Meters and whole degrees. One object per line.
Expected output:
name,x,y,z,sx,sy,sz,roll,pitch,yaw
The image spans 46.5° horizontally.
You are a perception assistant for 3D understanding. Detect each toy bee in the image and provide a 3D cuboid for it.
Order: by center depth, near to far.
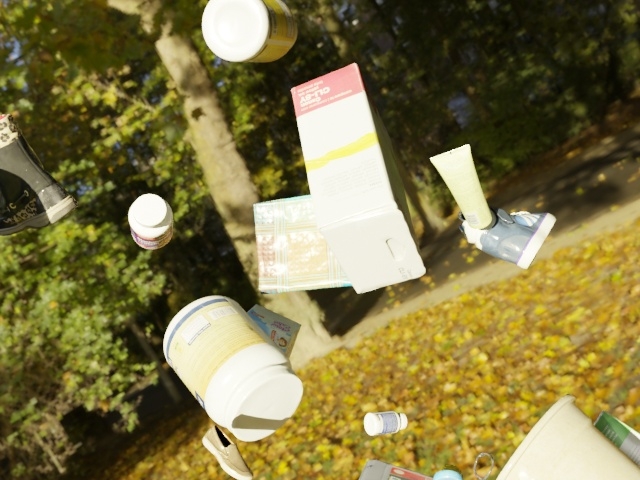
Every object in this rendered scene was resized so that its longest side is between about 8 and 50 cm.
toy bee,0.336,0.619,1.739,0.298,0.162,0.195,-26,37,54

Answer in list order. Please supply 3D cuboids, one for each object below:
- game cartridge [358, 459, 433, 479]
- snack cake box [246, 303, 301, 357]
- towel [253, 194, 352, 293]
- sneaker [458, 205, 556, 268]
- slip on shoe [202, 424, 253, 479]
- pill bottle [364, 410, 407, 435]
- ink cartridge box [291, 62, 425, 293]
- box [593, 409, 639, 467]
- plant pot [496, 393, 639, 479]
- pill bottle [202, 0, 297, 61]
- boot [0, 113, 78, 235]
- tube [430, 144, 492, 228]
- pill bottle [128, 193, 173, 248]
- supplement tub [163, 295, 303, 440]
game cartridge,0.251,0.711,2.092,0.294,0.060,0.196,14,14,11
snack cake box,-0.173,0.339,2.183,0.089,0.152,0.264,-42,-27,-63
towel,0.000,0.000,2.066,0.370,0.271,0.040,-7,-11,11
sneaker,0.504,-0.047,2.051,0.323,0.236,0.130,-35,-29,-59
slip on shoe,-0.181,0.427,1.497,0.051,0.135,0.041,11,-67,-56
pill bottle,0.197,0.546,2.234,0.120,0.067,0.067,2,-17,-29
ink cartridge box,0.079,-0.125,1.558,0.161,0.384,0.279,-18,-36,11
box,0.710,0.565,1.655,0.232,0.322,0.058,-57,-22,2
plant pot,0.516,0.520,1.422,0.334,0.305,0.333,-37,-34,-30
pill bottle,-0.181,-0.593,2.079,0.188,0.187,0.334,-31,2,20
boot,-0.807,-0.162,1.903,0.377,0.284,0.138,-2,34,44
tube,0.344,-0.126,1.759,0.070,0.240,0.062,-47,41,-14
pill bottle,-0.425,-0.050,1.872,0.108,0.108,0.193,-31,-7,-16
supplement tub,-0.209,0.302,1.780,0.228,0.316,0.228,-24,-46,-28
